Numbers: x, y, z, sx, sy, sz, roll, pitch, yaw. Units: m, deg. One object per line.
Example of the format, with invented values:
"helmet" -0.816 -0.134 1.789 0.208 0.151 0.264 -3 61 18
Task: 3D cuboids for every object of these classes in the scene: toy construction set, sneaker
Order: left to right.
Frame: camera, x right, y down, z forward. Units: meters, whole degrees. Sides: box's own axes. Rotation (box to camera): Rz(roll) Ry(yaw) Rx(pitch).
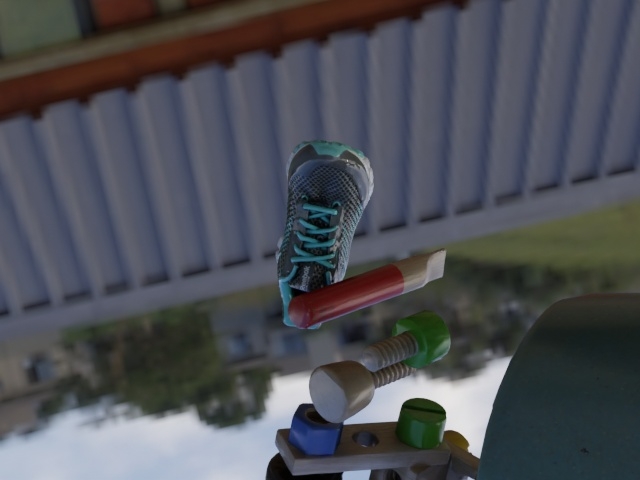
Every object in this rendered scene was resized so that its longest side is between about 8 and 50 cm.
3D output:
"sneaker" 0.000 0.000 1.365 0.065 0.166 0.076 7 -130 1
"toy construction set" 0.109 0.157 1.402 0.237 0.308 0.257 -20 -166 -37

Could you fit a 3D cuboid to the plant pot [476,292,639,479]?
"plant pot" 0.288 0.168 1.128 0.334 0.341 0.341 4 -165 30
